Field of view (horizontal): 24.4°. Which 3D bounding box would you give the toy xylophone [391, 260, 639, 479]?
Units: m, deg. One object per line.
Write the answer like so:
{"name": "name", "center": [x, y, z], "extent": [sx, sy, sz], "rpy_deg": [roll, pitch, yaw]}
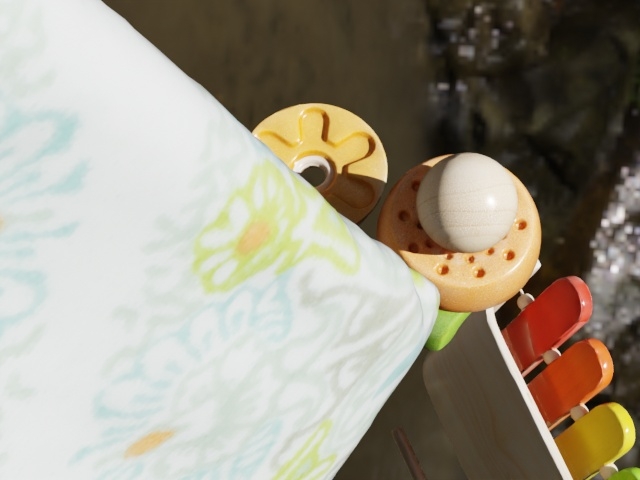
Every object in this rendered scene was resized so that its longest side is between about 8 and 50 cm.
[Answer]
{"name": "toy xylophone", "center": [0.168, 0.185, 1.192], "extent": [0.081, 0.236, 0.323], "rpy_deg": [-10, 72, -31]}

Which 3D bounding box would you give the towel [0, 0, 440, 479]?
{"name": "towel", "center": [-0.126, 0.084, 0.440], "extent": [0.320, 0.090, 0.374], "rpy_deg": [-51, 148, 0]}

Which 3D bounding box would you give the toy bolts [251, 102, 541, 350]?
{"name": "toy bolts", "center": [0.000, 0.000, 0.921], "extent": [0.228, 0.218, 0.158], "rpy_deg": [-42, 162, -15]}
